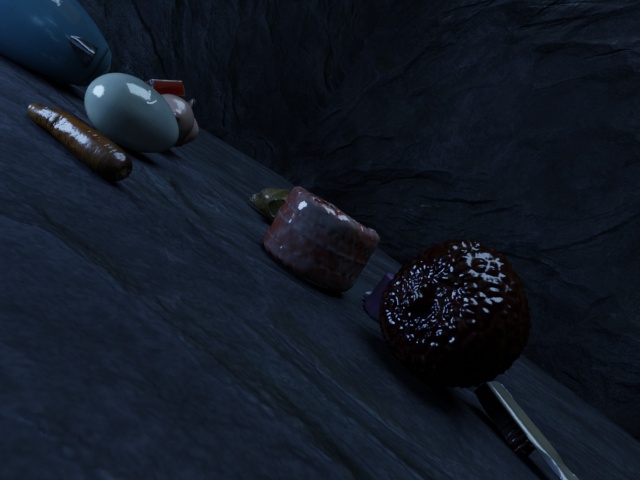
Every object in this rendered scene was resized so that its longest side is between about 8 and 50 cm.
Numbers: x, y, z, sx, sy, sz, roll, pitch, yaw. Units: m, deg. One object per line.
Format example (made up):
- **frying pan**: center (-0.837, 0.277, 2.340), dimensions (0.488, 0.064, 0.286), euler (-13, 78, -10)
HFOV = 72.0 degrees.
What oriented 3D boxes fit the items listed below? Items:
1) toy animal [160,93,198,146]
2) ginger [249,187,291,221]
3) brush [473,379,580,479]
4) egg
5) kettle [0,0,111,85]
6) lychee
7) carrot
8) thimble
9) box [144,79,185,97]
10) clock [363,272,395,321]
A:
- **toy animal**: center (-0.436, -0.342, 1.269), dimensions (0.165, 0.149, 0.248), euler (-5, 16, -17)
- **ginger**: center (-0.085, -0.089, 1.316), dimensions (0.270, 0.123, 0.219), euler (36, 10, 20)
- **brush**: center (0.351, 0.348, 0.693), dimensions (0.060, 0.050, 0.321), euler (32, 14, -33)
- **egg**: center (-0.415, -0.279, 0.986), dimensions (0.209, 0.151, 0.151), euler (29, 8, -38)
- **kettle**: center (-0.733, -0.556, 1.164), dimensions (0.319, 0.247, 0.342), euler (25, -9, 48)
- **lychee**: center (0.234, 0.129, 0.769), dimensions (0.260, 0.261, 0.260), euler (33, 7, -5)
- **carrot**: center (-0.405, -0.172, 0.725), dimensions (0.247, 0.059, 0.059), euler (33, 7, 15)
- **thimble**: center (0.000, 0.000, 0.972), dimensions (0.239, 0.162, 0.239), euler (31, 5, -3)
- **box**: center (-0.505, -0.437, 1.316), dimensions (0.175, 0.048, 0.112), euler (1, 14, 36)
- **clock**: center (0.263, 0.198, 1.049), dimensions (0.338, 0.102, 0.338), euler (33, 7, -4)
